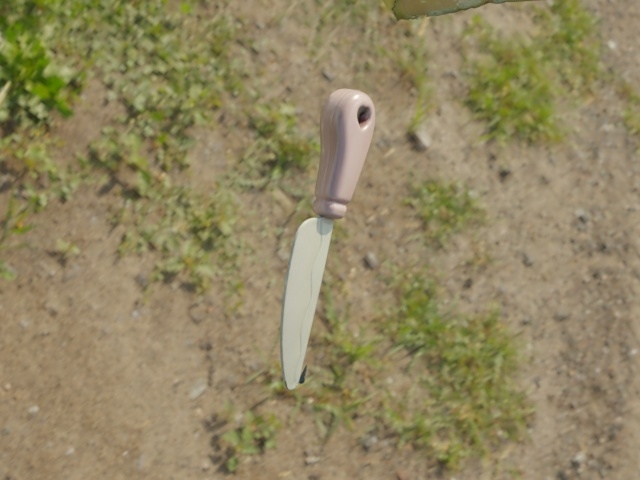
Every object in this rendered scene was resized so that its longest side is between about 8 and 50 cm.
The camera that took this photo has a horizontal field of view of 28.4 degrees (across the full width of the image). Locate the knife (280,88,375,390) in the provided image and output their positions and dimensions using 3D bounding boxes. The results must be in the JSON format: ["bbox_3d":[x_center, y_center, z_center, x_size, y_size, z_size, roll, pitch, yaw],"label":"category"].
[{"bbox_3d":[-0.001,-0.001,1.371,0.081,0.043,0.336,16,86,-56],"label":"knife"}]

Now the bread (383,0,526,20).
[{"bbox_3d":[0.077,-0.297,0.895,0.167,0.163,0.264,-16,49,-18],"label":"bread"}]
